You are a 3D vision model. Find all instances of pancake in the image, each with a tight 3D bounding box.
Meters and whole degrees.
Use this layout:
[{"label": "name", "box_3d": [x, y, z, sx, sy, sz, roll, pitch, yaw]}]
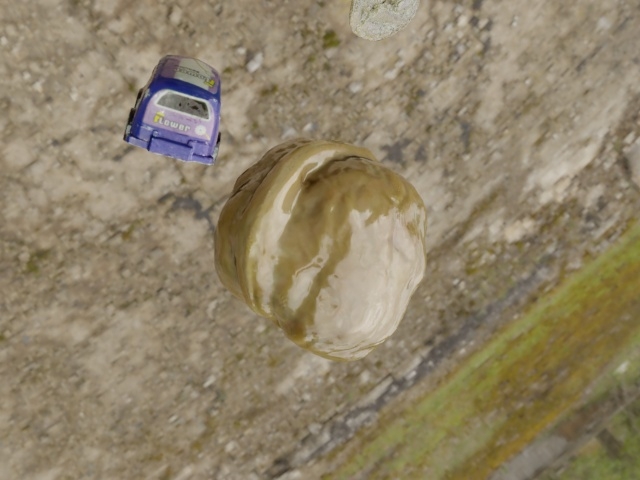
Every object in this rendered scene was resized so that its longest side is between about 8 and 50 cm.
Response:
[{"label": "pancake", "box_3d": [0.117, -0.438, 1.656, 0.158, 0.028, 0.158, -19, 140, -16]}]

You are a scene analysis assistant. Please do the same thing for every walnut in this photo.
[{"label": "walnut", "box_3d": [0.000, 0.000, 1.188, 0.285, 0.296, 0.285, -19, 120, -37]}]

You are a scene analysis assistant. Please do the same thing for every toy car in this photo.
[{"label": "toy car", "box_3d": [-0.251, -0.249, 1.633, 0.172, 0.235, 0.158, 15, 121, -14]}]
